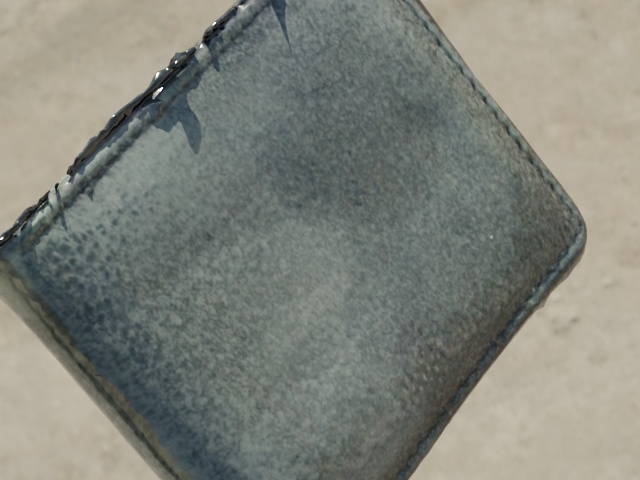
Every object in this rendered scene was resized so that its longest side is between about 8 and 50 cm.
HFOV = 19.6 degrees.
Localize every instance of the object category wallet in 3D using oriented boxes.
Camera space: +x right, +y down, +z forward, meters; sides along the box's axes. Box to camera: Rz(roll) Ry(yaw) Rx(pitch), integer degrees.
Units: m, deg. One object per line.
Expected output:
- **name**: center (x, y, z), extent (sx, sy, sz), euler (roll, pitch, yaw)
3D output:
- **wallet**: center (-0.002, 0.001, 0.650), extent (0.036, 0.167, 0.222), euler (-23, 22, 49)
